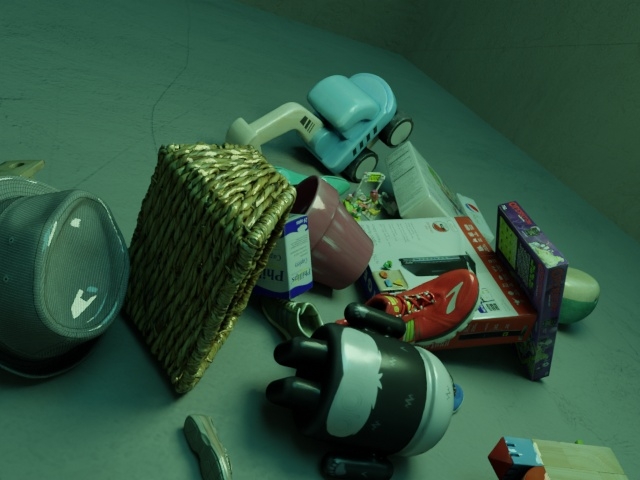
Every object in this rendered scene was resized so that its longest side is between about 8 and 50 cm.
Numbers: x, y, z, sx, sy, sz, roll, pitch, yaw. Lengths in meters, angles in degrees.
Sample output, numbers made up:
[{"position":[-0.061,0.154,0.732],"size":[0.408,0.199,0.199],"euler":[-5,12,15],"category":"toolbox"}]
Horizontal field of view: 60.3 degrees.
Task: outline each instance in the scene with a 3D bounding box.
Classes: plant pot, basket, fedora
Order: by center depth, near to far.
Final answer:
[{"position":[-0.334,0.030,0.707],"size":[0.243,0.124,0.276],"euler":[37,45,-49],"category":"fedora"},{"position":[-0.135,0.036,0.812],"size":[0.213,0.299,0.223],"euler":[-8,44,-48],"category":"basket"},{"position":[0.000,0.000,1.110],"size":[0.180,0.201,0.201],"euler":[37,26,-20],"category":"plant pot"}]

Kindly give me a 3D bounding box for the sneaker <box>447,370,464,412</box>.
[{"position":[0.222,0.267,0.979],"size":[0.152,0.085,0.058],"euler":[0,40,-41],"category":"sneaker"}]

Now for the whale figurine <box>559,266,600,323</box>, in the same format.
[{"position":[0.608,0.133,1.502],"size":[0.271,0.141,0.216],"euler":[21,19,41],"category":"whale figurine"}]

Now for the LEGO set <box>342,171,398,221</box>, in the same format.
[{"position":[0.121,-0.102,1.433],"size":[0.132,0.107,0.287],"euler":[36,30,12],"category":"LEGO set"}]

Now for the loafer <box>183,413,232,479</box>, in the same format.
[{"position":[-0.134,0.274,0.708],"size":[0.039,0.045,0.125],"euler":[7,33,-45],"category":"loafer"}]

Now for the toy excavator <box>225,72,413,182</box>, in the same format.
[{"position":[-0.004,-0.320,1.508],"size":[0.222,0.433,0.445],"euler":[47,6,29],"category":"toy excavator"}]

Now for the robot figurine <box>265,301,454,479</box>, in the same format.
[{"position":[0.063,0.224,0.828],"size":[0.277,0.209,0.174],"euler":[18,15,-18],"category":"robot figurine"}]

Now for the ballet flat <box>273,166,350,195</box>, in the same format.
[{"position":[-0.027,-0.119,1.379],"size":[0.247,0.083,0.087],"euler":[7,61,-34],"category":"ballet flat"}]

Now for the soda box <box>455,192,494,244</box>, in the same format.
[{"position":[0.448,-0.052,1.670],"size":[0.069,0.074,0.216],"euler":[19,31,-17],"category":"soda box"}]

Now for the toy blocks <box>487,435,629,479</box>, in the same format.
[{"position":[0.338,0.430,0.771],"size":[0.260,0.191,0.382],"euler":[10,34,-10],"category":"toy blocks"}]

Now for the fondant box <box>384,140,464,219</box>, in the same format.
[{"position":[0.303,-0.103,1.524],"size":[0.238,0.096,0.330],"euler":[43,24,-25],"category":"fondant box"}]

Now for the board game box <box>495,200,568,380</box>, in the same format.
[{"position":[0.434,0.112,1.175],"size":[0.056,0.347,0.208],"euler":[-12,41,0],"category":"board game box"}]

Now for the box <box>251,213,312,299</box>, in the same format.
[{"position":[-0.089,0.024,0.971],"size":[0.126,0.137,0.072],"euler":[5,18,31],"category":"box"}]

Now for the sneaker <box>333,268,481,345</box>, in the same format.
[{"position":[0.146,0.127,0.944],"size":[0.118,0.278,0.107],"euler":[53,10,-49],"category":"sneaker"}]

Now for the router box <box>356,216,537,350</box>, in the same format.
[{"position":[0.243,0.082,1.188],"size":[0.300,0.082,0.336],"euler":[-3,39,-13],"category":"router box"}]

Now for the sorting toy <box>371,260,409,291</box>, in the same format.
[{"position":[0.136,0.069,1.108],"size":[0.061,0.012,0.083],"euler":[-5,39,-15],"category":"sorting toy"}]

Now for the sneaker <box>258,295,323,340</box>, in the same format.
[{"position":[-0.037,0.132,0.960],"size":[0.064,0.086,0.192],"euler":[0,40,-40],"category":"sneaker"}]

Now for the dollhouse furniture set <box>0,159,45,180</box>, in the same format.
[{"position":[-0.506,-0.037,0.819],"size":[0.183,0.130,0.129],"euler":[0,29,8],"category":"dollhouse furniture set"}]
